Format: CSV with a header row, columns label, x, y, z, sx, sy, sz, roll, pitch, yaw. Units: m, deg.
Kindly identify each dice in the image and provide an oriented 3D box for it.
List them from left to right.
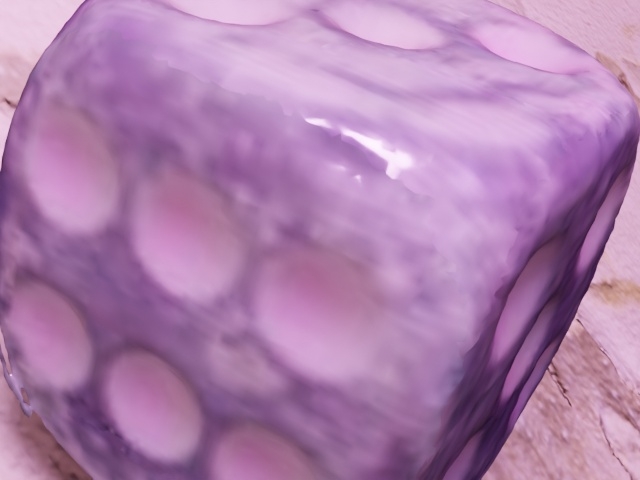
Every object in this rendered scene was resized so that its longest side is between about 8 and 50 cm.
label,x,y,z,sx,sy,sz,roll,pitch,yaw
dice,0.000,0.000,0.547,0.270,0.270,0.271,28,32,22
